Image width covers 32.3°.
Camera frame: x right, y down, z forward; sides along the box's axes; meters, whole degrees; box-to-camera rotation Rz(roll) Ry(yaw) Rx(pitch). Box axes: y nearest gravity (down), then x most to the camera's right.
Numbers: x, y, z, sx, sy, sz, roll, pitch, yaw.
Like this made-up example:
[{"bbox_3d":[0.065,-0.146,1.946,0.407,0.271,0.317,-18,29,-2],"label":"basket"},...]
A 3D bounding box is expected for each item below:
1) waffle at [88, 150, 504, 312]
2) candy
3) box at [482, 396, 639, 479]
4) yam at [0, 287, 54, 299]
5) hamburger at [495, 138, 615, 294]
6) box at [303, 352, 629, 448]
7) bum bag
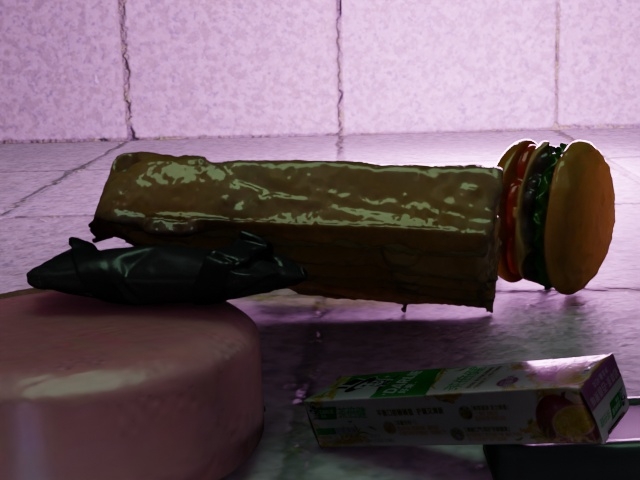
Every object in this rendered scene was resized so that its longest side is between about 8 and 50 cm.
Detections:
[{"bbox_3d":[0.000,0.001,0.914,0.304,0.077,0.348,4,-9,8],"label":"waffle"},{"bbox_3d":[-0.151,0.096,0.719,0.256,0.094,0.255,-2,11,0],"label":"candy"},{"bbox_3d":[0.167,0.126,0.686,0.126,0.031,0.091,-3,12,3],"label":"box"},{"bbox_3d":[-0.303,0.082,0.887,0.300,0.066,0.066,-11,15,-42],"label":"yam"},{"bbox_3d":[0.227,-0.024,1.099,0.115,0.162,0.162,7,14,30],"label":"hamburger"},{"bbox_3d":[0.083,0.102,0.678,0.207,0.041,0.050,-10,14,40],"label":"box"},{"bbox_3d":[-0.106,0.017,0.739,0.198,0.049,0.087,0,6,16],"label":"bum bag"}]
